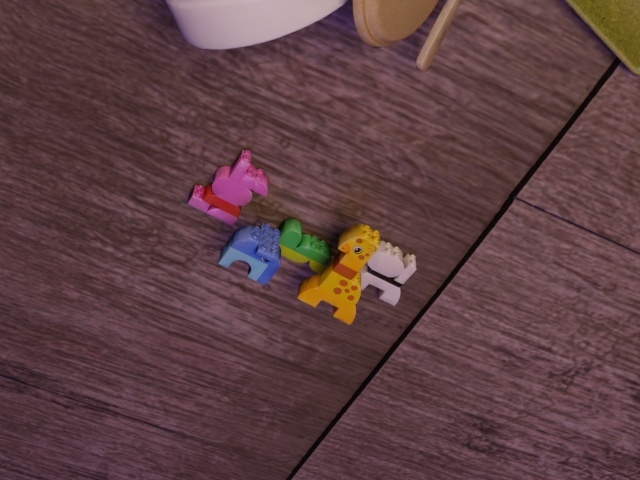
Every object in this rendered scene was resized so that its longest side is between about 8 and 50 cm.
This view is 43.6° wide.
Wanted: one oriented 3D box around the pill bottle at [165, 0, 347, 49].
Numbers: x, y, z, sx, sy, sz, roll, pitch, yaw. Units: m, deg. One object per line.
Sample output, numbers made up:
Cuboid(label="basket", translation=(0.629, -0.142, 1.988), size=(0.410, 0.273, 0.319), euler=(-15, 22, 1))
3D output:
Cuboid(label="pill bottle", translation=(-0.072, -0.266, 0.464), size=(0.162, 0.162, 0.278), euler=(-12, 127, 12))

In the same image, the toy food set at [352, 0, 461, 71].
Cuboid(label="toy food set", translation=(0.052, -0.189, 0.510), size=(0.039, 0.192, 0.132), euler=(29, 95, 23))

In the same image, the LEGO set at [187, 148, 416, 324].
Cuboid(label="LEGO set", translation=(0.000, 0.000, 0.713), size=(0.227, 0.087, 0.093), euler=(26, 125, -18))

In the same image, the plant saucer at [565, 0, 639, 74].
Cuboid(label="plant saucer", translation=(0.239, -0.200, 0.526), size=(0.188, 0.045, 0.188), euler=(36, 161, -23))
